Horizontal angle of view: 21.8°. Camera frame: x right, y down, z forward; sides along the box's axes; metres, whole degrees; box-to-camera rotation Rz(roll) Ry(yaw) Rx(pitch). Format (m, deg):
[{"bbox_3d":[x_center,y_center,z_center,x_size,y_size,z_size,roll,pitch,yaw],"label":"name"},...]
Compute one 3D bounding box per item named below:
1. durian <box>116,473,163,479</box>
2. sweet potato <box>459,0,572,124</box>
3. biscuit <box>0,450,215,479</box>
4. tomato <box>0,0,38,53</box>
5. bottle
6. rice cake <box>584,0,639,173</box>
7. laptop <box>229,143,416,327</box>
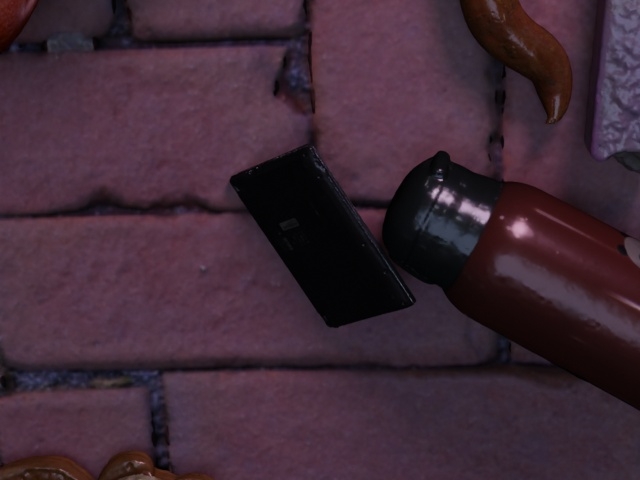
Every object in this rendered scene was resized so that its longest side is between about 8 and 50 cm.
[{"bbox_3d":[-0.201,0.273,1.615,0.130,0.052,0.066,-24,99,12],"label":"durian"},{"bbox_3d":[0.165,-0.195,1.488,0.055,0.058,0.202,-46,107,-28],"label":"sweet potato"},{"bbox_3d":[-0.230,0.302,1.672,0.289,0.044,0.202,-16,103,8],"label":"biscuit"},{"bbox_3d":[-0.333,-0.261,1.417,0.232,0.232,0.188,39,91,-8],"label":"tomato"},{"bbox_3d":[0.217,0.035,1.510,0.336,0.144,0.144,29,107,-2],"label":"bottle"},{"bbox_3d":[0.277,-0.247,1.454,0.064,0.070,0.399,4,107,7],"label":"rice cake"},{"bbox_3d":[0.000,0.000,1.541,0.129,0.016,0.180,-19,110,51],"label":"laptop"}]
